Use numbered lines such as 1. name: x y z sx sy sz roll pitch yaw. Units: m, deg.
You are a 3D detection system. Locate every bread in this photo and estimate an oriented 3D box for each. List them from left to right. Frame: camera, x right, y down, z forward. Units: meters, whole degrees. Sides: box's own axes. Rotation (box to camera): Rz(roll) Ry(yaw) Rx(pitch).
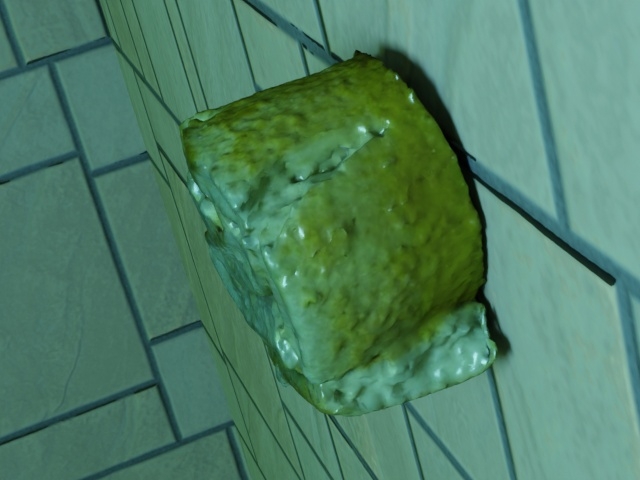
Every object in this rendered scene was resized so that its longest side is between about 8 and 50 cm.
1. bread: 0.000 0.000 0.809 0.257 0.124 0.186 -176 65 -80
